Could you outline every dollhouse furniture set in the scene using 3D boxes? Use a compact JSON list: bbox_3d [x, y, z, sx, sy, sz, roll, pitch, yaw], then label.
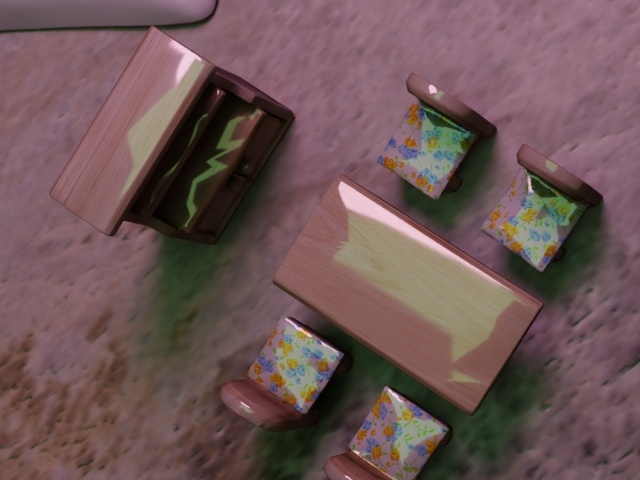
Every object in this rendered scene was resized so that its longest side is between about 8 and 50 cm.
[{"bbox_3d":[0.000,0.000,0.907,0.242,0.161,0.212,33,96,16],"label":"dollhouse furniture set"}]

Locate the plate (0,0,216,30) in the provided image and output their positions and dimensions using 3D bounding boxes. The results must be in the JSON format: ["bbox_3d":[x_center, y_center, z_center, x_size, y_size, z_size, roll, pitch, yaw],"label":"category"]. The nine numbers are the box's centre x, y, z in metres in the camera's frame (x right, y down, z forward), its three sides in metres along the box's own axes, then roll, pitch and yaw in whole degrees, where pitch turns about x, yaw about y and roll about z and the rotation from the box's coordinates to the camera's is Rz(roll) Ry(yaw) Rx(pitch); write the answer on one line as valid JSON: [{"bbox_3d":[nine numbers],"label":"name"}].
[{"bbox_3d":[-0.200,-0.272,1.044,0.278,0.045,0.277,-1,86,15],"label":"plate"}]
